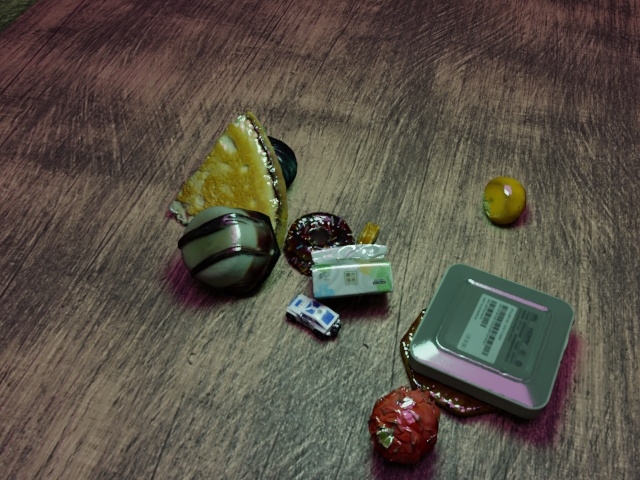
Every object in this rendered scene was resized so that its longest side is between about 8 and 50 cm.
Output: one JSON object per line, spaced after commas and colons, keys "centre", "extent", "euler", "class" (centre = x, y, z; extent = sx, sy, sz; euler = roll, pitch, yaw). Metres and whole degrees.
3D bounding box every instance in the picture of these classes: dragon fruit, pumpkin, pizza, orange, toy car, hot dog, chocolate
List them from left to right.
{"centre": [-0.280, 0.015, 1.868], "extent": [0.284, 0.186, 0.283], "euler": [-6, 72, 19], "class": "chocolate"}
{"centre": [-0.240, -0.132, 2.025], "extent": [0.392, 0.435, 0.080], "euler": [45, 21, 13], "class": "pizza"}
{"centre": [-0.204, -0.277, 2.149], "extent": [0.248, 0.248, 0.248], "euler": [-1, 49, 1], "class": "pumpkin"}
{"centre": [-0.016, 0.217, 1.823], "extent": [0.171, 0.070, 0.080], "euler": [27, 54, 24], "class": "toy car"}
{"centre": [0.151, -0.011, 2.047], "extent": [0.056, 0.041, 0.133], "euler": [23, 47, 10], "class": "hot dog"}
{"centre": [0.206, 0.452, 1.549], "extent": [0.172, 0.172, 0.209], "euler": [36, 50, 28], "class": "dragon fruit"}
{"centre": [0.602, -0.131, 2.072], "extent": [0.134, 0.156, 0.156], "euler": [4, 45, -24], "class": "orange"}

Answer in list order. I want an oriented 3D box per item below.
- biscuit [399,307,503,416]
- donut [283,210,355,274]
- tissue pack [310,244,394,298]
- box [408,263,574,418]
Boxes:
{"centre": [0.395, 0.318, 1.742], "extent": [0.359, 0.046, 0.359], "euler": [0, 48, 0], "class": "biscuit"}
{"centre": [0.000, 0.000, 2.004], "extent": [0.235, 0.089, 0.235], "euler": [0, 47, 0], "class": "donut"}
{"centre": [0.087, 0.087, 1.852], "extent": [0.230, 0.159, 0.145], "euler": [-5, 91, -1], "class": "tissue pack"}
{"centre": [0.465, 0.254, 1.710], "extent": [0.373, 0.090, 0.367], "euler": [20, 53, 19], "class": "box"}
